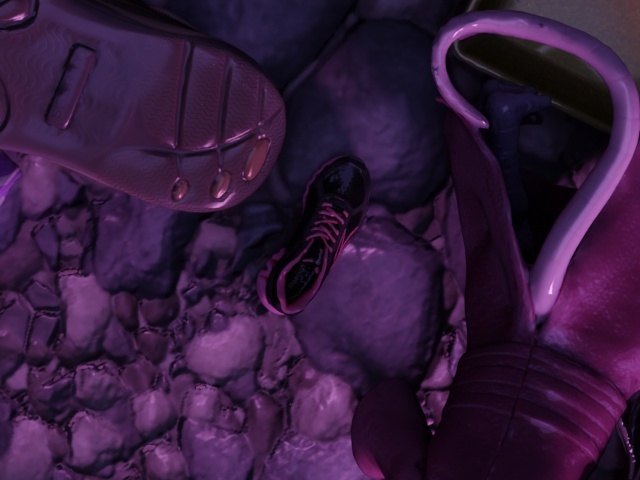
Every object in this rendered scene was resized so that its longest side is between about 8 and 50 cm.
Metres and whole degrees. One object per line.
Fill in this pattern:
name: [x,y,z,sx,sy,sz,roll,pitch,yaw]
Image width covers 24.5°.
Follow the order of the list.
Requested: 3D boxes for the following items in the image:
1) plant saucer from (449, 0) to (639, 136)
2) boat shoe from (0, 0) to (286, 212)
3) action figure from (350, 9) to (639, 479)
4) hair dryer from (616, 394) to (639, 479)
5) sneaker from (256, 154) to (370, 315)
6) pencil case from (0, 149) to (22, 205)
plant saucer: [0.201,-0.169,0.972,0.188,0.045,0.188,25,96,-11]
boat shoe: [-0.194,-0.120,0.890,0.355,0.130,0.132,26,99,-17]
action figure: [0.143,0.093,0.884,0.248,0.276,0.370,14,68,17]
hair dryer: [0.245,0.236,1.035,0.223,0.080,0.293,-39,103,0]
sneaker: [0.000,0.000,0.972,0.047,0.057,0.119,27,95,-9]
pencil case: [-0.285,-0.073,0.910,0.206,0.086,0.088,42,127,-10]
